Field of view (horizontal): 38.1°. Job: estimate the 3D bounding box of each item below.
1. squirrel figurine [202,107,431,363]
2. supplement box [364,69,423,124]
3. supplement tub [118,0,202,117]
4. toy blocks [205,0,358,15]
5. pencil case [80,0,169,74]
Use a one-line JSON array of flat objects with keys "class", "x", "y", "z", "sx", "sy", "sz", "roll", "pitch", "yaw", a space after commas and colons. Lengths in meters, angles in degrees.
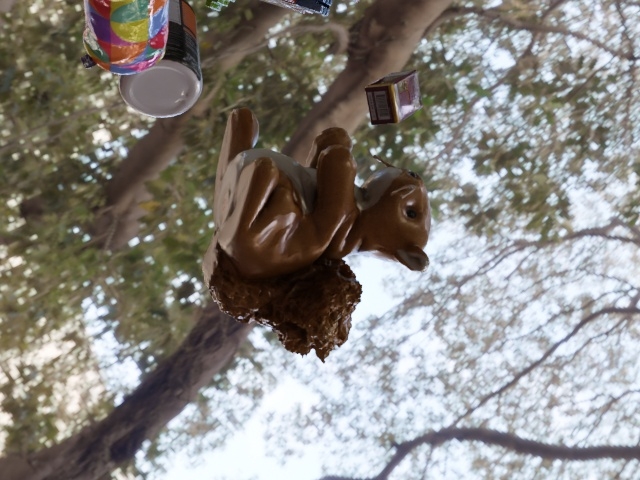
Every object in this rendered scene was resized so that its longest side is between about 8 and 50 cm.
[{"class": "squirrel figurine", "x": 0.000, "y": 0.000, "z": 1.635, "sx": 0.281, "sy": 0.370, "sz": 0.397, "roll": -129, "pitch": -128, "yaw": -65}, {"class": "supplement box", "x": 0.100, "y": -0.194, "z": 1.254, "sx": 0.043, "sy": 0.083, "sz": 0.055, "roll": 0, "pitch": -68, "yaw": 33}, {"class": "supplement tub", "x": -0.232, "y": -0.279, "z": 1.330, "sx": 0.117, "sy": 0.117, "sz": 0.190, "roll": -55, "pitch": -146, "yaw": 42}, {"class": "toy blocks", "x": -0.071, "y": -0.485, "z": 1.677, "sx": 0.260, "sy": 0.381, "sz": 0.191, "roll": 20, "pitch": -80, "yaw": 16}, {"class": "pencil case", "x": -0.212, "y": -0.275, "z": 0.989, "sx": 0.104, "sy": 0.104, "sz": 0.236, "roll": 46, "pitch": -27, "yaw": 9}]
